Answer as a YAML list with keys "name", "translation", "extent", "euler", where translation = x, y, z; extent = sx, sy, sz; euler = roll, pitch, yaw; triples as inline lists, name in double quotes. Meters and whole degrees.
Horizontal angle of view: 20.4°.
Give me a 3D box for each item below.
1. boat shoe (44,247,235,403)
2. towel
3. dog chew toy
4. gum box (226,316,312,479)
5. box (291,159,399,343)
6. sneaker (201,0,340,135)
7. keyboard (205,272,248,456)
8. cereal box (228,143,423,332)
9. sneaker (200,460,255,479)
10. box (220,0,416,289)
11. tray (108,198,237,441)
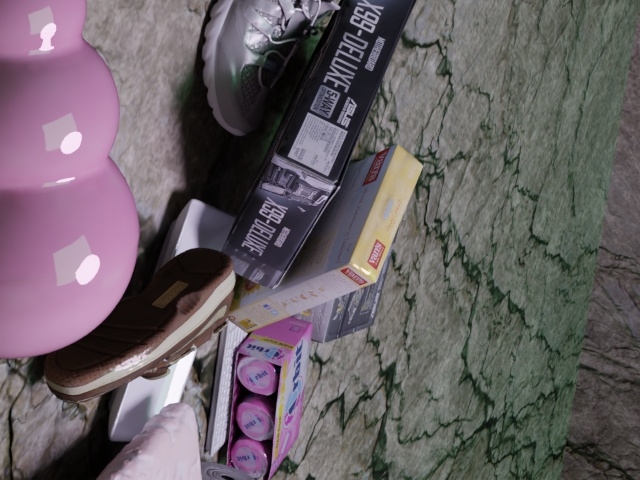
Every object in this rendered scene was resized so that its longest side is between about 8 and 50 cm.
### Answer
- name: "boat shoe"
  translation: [-0.173, 0.107, 1.801]
  extent: [0.257, 0.095, 0.095]
  euler: [-34, 136, -40]
- name: "towel"
  translation: [-0.198, 0.373, 1.852]
  extent: [0.332, 0.053, 0.316]
  euler: [-49, 138, -64]
- name: "dog chew toy"
  translation: [-0.245, -0.081, 1.376]
  extent: [0.206, 0.207, 0.331]
  euler: [-35, 131, -58]
- name: "gum box"
  translation: [-0.065, 0.198, 2.215]
  extent: [0.107, 0.062, 0.188]
  euler: [-53, 154, -56]
- name: "box"
  translation: [0.042, 0.011, 2.356]
  extent: [0.183, 0.056, 0.231]
  euler: [-13, 119, -65]
- name: "sneaker"
  translation: [-0.040, -0.241, 1.852]
  extent: [0.105, 0.115, 0.281]
  euler: [-3, 110, -68]
- name: "keyboard"
  translation: [-0.105, 0.137, 2.153]
  extent: [0.072, 0.014, 0.256]
  euler: [-35, 139, -58]
- name: "cereal box"
  translation: [0.000, 0.000, 2.004]
  extent: [0.047, 0.240, 0.173]
  euler: [39, 54, -24]
- name: "sneaker"
  translation: [-0.163, 0.334, 2.096]
  extent: [0.217, 0.079, 0.121]
  euler: [-1, 111, -60]
- name: "box"
  translation: [0.000, -0.131, 1.930]
  extent: [0.242, 0.077, 0.307]
  euler: [122, -8, -57]
- name: "tray"
  translation: [-0.165, 0.089, 1.936]
  extent: [0.145, 0.030, 0.270]
  euler: [22, 86, -69]
